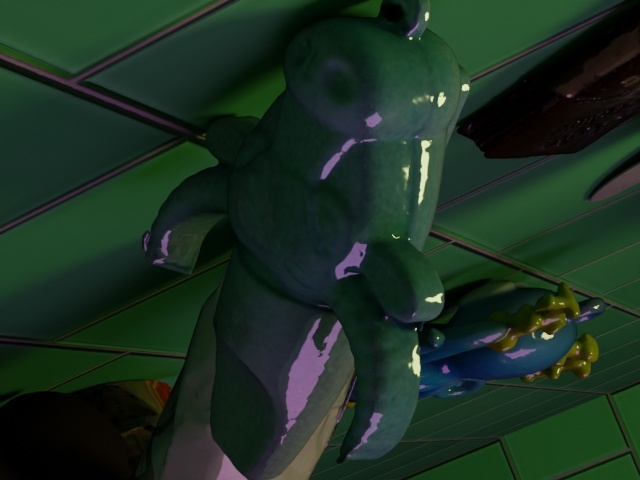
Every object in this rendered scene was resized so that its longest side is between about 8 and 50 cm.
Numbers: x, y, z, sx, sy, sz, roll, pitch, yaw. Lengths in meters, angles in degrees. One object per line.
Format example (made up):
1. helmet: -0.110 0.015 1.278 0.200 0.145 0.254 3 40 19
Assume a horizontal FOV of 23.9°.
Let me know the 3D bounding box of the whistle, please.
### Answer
1. whistle: 0.000 0.000 0.743 0.093 0.186 0.274 -6 126 -42

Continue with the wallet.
1. wallet: 0.195 -0.108 0.891 0.122 0.031 0.232 -11 163 -42

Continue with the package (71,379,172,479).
1. package: -0.205 0.201 1.223 0.288 0.108 0.223 -18 -150 -18

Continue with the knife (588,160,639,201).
1. knife: 0.287 -0.074 1.176 0.058 0.032 0.244 -11 167 -41

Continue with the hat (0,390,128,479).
1. hat: -0.283 0.162 1.029 0.238 0.209 0.336 -9 -150 22

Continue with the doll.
1. doll: 0.128 0.103 1.510 0.341 0.098 0.346 -13 166 24

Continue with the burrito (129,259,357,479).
1. burrito: -0.059 0.138 1.027 0.139 0.101 0.445 -5 129 -46
